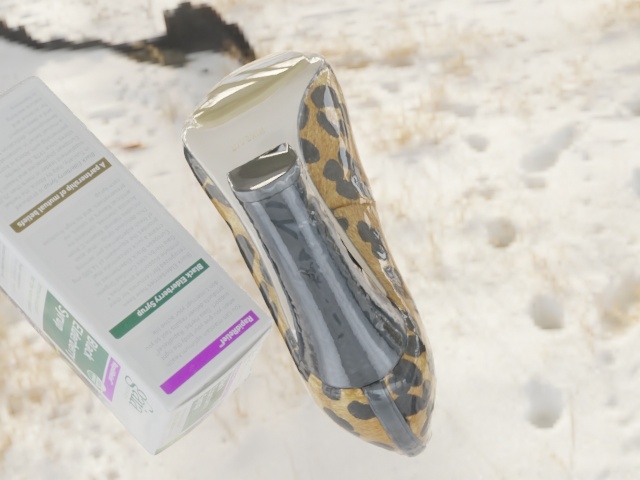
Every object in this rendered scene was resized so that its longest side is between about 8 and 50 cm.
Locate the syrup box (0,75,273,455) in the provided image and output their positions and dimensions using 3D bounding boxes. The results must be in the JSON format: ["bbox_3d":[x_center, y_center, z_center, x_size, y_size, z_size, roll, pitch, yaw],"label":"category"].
[{"bbox_3d":[-0.148,0.017,0.850,0.096,0.093,0.237,-39,78,-26],"label":"syrup box"}]

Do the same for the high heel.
[{"bbox_3d":[0.000,0.000,0.737,0.093,0.186,0.261,-24,24,7],"label":"high heel"}]
